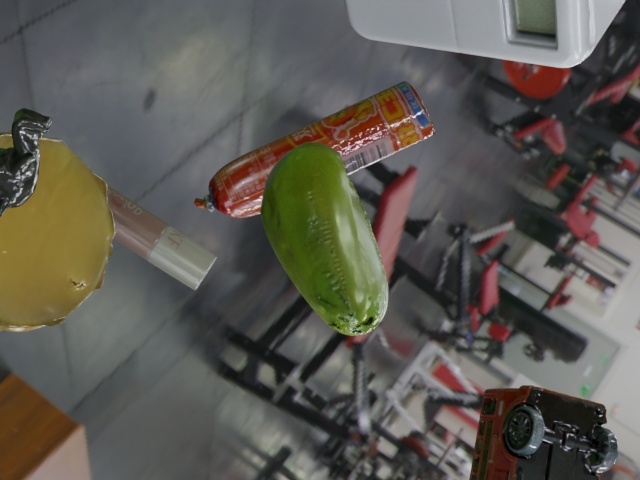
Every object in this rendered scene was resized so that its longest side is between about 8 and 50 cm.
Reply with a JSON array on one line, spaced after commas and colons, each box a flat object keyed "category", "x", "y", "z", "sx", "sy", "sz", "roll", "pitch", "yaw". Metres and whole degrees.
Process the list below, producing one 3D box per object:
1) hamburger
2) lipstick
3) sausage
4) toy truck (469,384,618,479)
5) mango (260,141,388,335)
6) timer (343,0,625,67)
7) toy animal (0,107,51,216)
[{"category": "hamburger", "x": -0.432, "y": -0.010, "z": 1.218, "sx": 0.276, "sy": 0.237, "sz": 0.276, "roll": 5, "pitch": 84, "yaw": -51}, {"category": "lipstick", "x": -0.296, "y": -0.014, "z": 1.571, "sx": 0.070, "sy": 0.254, "sz": 0.070, "roll": -56, "pitch": -176, "yaw": 5}, {"category": "sausage", "x": -0.012, "y": -0.091, "z": 1.054, "sx": 0.274, "sy": 0.074, "sz": 0.074, "roll": -25, "pitch": 160, "yaw": -2}, {"category": "toy truck", "x": 0.198, "y": 0.272, "z": 0.914, "sx": 0.114, "sy": 0.108, "sz": 0.252, "roll": -13, "pitch": -118, "yaw": 63}, {"category": "mango", "x": 0.000, "y": 0.000, "z": 0.690, "sx": 0.074, "sy": 0.165, "sz": 0.091, "roll": -21, "pitch": 143, "yaw": 9}, {"category": "timer", "x": 0.129, "y": -0.262, "z": 0.673, "sx": 0.195, "sy": 0.194, "sz": 0.192, "roll": -53, "pitch": 143, "yaw": -33}, {"category": "toy animal", "x": -0.383, "y": -0.097, "z": 0.959, "sx": 0.114, "sy": 0.245, "sz": 0.146, "roll": -70, "pitch": 162, "yaw": -45}]
